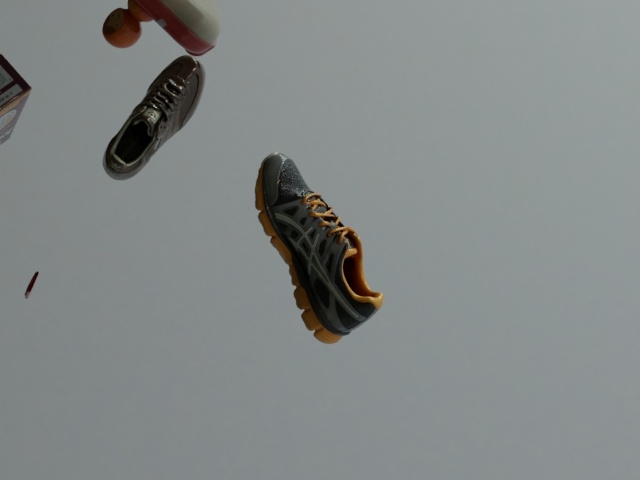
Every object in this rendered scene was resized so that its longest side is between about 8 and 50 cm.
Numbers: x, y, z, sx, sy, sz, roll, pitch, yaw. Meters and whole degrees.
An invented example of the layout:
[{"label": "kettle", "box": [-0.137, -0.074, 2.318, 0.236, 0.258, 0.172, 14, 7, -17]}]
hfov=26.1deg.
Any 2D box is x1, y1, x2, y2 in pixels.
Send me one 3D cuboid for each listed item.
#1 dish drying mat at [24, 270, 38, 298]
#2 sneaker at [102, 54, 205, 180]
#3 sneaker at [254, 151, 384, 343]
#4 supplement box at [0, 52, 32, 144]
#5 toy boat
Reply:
[{"label": "dish drying mat", "box": [-0.395, 0.061, 1.887, 0.032, 0.008, 0.083, -67, -171, -13]}, {"label": "sneaker", "box": [-0.202, -0.154, 1.730, 0.188, 0.066, 0.071, -57, -173, -9]}, {"label": "sneaker", "box": [0.000, 0.000, 1.484, 0.083, 0.215, 0.084, -24, 180, 29]}, {"label": "supplement box", "box": [-0.514, -0.193, 2.081, 0.104, 0.081, 0.188, -42, 180, -29]}, {"label": "toy boat", "box": [-0.262, -0.344, 2.023, 0.151, 0.231, 0.151, -42, -164, 15]}]
